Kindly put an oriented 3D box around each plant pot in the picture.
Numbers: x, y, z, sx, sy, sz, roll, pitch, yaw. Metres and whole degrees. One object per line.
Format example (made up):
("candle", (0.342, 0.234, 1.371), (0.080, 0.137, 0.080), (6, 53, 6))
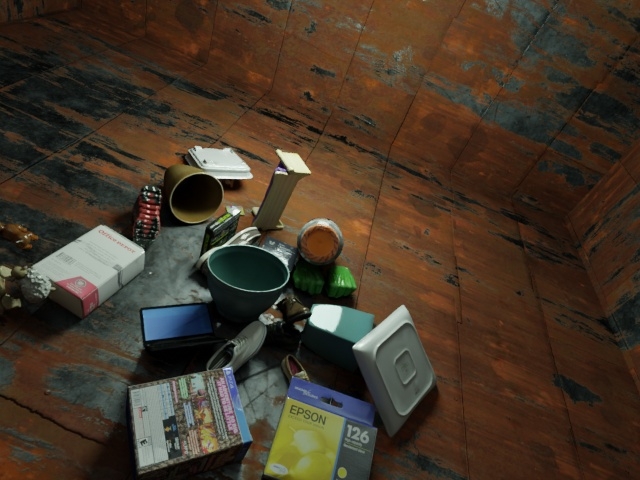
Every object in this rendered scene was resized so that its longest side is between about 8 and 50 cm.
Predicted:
("plant pot", (-0.280, 0.173, 1.520), (0.293, 0.196, 0.293), (15, 27, -8))
("plant pot", (-0.594, -0.239, 1.848), (0.237, 0.237, 0.254), (-11, 37, -36))
("plant pot", (0.055, 0.345, 1.551), (0.234, 0.165, 0.165), (21, 39, 1))

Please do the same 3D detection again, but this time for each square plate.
("square plate", (0.290, 0.453, 1.493), (0.347, 0.049, 0.343), (-26, 94, -44))

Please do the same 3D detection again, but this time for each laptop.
("laptop", (-0.457, 0.278, 1.375), (0.234, 0.264, 0.136), (-2, 82, -28))

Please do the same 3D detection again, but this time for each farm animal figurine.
("farm animal figurine", (-1.003, 0.097, 1.207), (0.330, 0.172, 0.326), (-31, 81, -5))

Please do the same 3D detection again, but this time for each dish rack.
("dish rack", (-0.517, -0.403, 2.106), (0.286, 0.072, 0.333), (-4, 30, -30))

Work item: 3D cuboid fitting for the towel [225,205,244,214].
("towel", (-0.406, -0.142, 1.981), (0.083, 0.009, 0.060), (0, 45, -26))

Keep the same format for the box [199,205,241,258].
("box", (-0.411, -0.026, 1.709), (0.045, 0.184, 0.190), (33, 40, 7))

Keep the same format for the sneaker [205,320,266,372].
("sneaker", (-0.270, 0.357, 1.362), (0.094, 0.091, 0.258), (26, 54, 20))

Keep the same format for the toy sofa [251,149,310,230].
("toy sofa", (-0.210, -0.222, 1.896), (0.177, 0.362, 0.150), (-2, 46, -37))

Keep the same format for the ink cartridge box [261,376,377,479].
("ink cartridge box", (0.015, 0.599, 1.263), (0.304, 0.072, 0.307), (20, 54, -3))

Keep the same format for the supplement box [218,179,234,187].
("supplement box", (-0.477, -0.312, 2.102), (0.083, 0.055, 0.043), (17, 39, -7))

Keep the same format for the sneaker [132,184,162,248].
("sneaker", (-0.712, -0.083, 1.691), (0.098, 0.135, 0.276), (13, 62, -33))

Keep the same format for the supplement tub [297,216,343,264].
("supplement tub", (0.000, 0.000, 1.786), (0.194, 0.193, 0.316), (24, 5, -1))

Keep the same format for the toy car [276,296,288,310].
("toy car", (-0.175, 0.226, 1.650), (0.122, 0.060, 0.040), (35, 8, 3))

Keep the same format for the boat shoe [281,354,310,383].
("boat shoe", (-0.076, 0.466, 1.421), (0.063, 0.059, 0.170), (-18, 55, -40))

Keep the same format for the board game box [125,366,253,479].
("board game box", (-0.370, 0.512, 1.152), (0.291, 0.141, 0.232), (-2, 46, -30))

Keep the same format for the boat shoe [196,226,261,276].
("boat shoe", (-0.355, 0.051, 1.710), (0.097, 0.116, 0.324), (41, 45, 13))

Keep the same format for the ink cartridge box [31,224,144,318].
("ink cartridge box", (-0.782, 0.098, 1.427), (0.207, 0.117, 0.283), (30, 39, 7))

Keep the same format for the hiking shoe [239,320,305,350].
("hiking shoe", (-0.173, 0.322, 1.491), (0.227, 0.114, 0.086), (13, 40, -14))

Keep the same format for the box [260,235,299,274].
("box", (-0.189, 0.083, 1.771), (0.156, 0.093, 0.158), (23, 40, -2))

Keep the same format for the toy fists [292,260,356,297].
("toy fists", (0.017, 0.175, 1.776), (0.279, 0.096, 0.142), (11, 28, -15))

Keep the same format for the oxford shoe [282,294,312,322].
("oxford shoe", (-0.098, 0.249, 1.518), (0.083, 0.227, 0.096), (-10, 87, -25))
